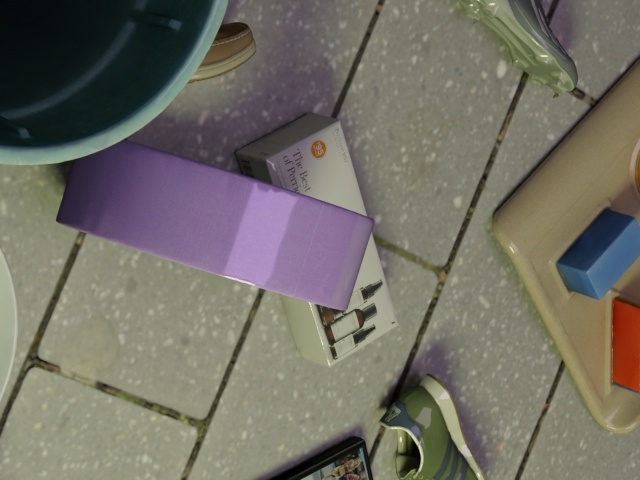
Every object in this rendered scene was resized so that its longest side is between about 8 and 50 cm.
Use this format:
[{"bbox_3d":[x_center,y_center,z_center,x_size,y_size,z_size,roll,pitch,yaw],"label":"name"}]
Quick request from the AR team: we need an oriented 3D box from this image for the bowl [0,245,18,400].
[{"bbox_3d":[-0.412,0.069,1.575,0.298,0.134,0.297,-7,103,-33],"label":"bowl"}]

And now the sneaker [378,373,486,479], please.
[{"bbox_3d":[0.120,0.243,2.067,0.086,0.064,0.192,-32,118,-19],"label":"sneaker"}]

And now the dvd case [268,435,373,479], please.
[{"bbox_3d":[-0.039,0.334,1.990,0.253,0.022,0.180,-24,113,-31],"label":"dvd case"}]

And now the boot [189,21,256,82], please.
[{"bbox_3d":[-0.159,-0.224,1.740,0.213,0.077,0.165,-15,107,-31],"label":"boot"}]

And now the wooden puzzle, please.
[{"bbox_3d":[0.383,0.009,2.196,0.322,0.080,0.348,-46,123,-20],"label":"wooden puzzle"}]

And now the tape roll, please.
[{"bbox_3d":[-0.094,-0.018,1.707,0.275,0.275,0.090,18,89,-38],"label":"tape roll"}]

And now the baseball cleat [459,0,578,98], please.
[{"bbox_3d":[0.226,-0.246,2.028,0.206,0.072,0.109,40,69,-39],"label":"baseball cleat"}]

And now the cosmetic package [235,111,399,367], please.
[{"bbox_3d":[0.000,0.000,1.919,0.099,0.060,0.239,-31,117,-29],"label":"cosmetic package"}]

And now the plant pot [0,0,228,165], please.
[{"bbox_3d":[-0.293,-0.249,1.469,0.341,0.334,0.341,-9,105,-35],"label":"plant pot"}]
